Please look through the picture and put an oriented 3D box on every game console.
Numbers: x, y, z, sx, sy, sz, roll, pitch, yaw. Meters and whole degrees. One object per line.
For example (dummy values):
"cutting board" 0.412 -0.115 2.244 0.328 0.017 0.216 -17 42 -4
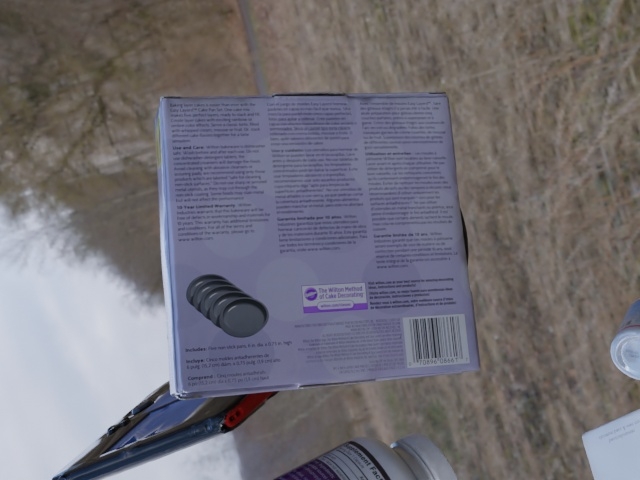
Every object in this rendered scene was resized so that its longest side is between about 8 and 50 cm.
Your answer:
"game console" -0.196 0.252 1.479 0.060 0.386 0.342 62 -149 -2

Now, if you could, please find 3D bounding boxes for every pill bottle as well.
"pill bottle" 0.012 0.363 1.177 0.181 0.323 0.181 47 148 40
"pill bottle" 0.497 0.136 1.424 0.160 0.087 0.087 -40 -60 -51

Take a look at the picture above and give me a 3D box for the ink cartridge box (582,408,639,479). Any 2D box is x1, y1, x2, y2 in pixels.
"ink cartridge box" 0.429 0.354 0.991 0.119 0.207 0.353 -40 52 47

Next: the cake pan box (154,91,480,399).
"cake pan box" 0.000 0.000 0.796 0.070 0.267 0.246 146 119 -73
